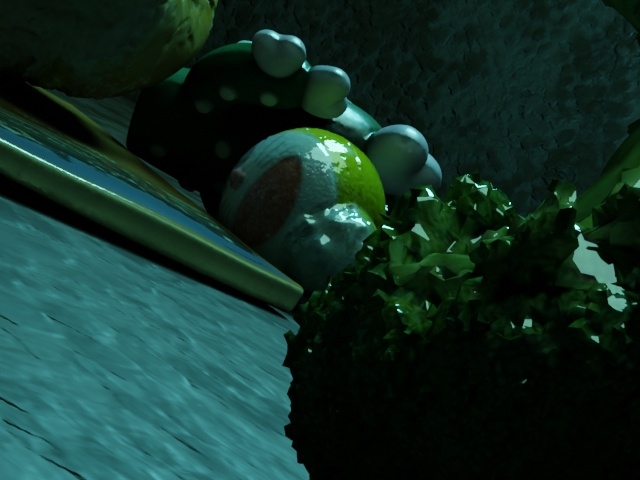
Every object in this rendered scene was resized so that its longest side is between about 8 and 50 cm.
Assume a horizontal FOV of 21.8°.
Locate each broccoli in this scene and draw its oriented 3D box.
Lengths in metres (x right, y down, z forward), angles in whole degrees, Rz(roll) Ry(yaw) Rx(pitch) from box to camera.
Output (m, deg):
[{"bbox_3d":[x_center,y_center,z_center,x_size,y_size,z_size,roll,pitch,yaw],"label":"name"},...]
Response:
[{"bbox_3d":[0.125,0.017,0.465,0.270,0.270,0.270,3,-5,0],"label":"broccoli"}]

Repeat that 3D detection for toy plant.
[{"bbox_3d":[-0.026,-0.063,1.288,0.243,0.112,0.232,36,-34,-22],"label":"toy plant"}]

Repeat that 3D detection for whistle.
[{"bbox_3d":[0.000,0.000,1.134,0.123,0.123,0.223,26,19,-42],"label":"whistle"}]

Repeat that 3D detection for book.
[{"bbox_3d":[-0.196,-0.078,1.113,0.262,0.028,0.374,30,5,-39],"label":"book"}]

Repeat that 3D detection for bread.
[{"bbox_3d":[-0.177,-0.188,1.166,0.195,0.176,0.246,8,15,7],"label":"bread"}]
